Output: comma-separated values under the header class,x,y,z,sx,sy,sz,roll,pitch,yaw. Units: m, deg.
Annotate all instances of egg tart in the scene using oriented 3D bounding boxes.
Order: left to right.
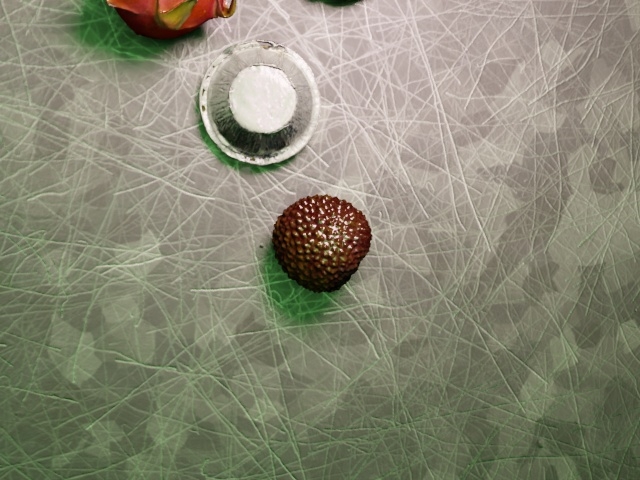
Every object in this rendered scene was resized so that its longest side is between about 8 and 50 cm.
class,x,y,z,sx,sy,sz,roll,pitch,yaw
egg tart,-0.109,-0.256,1.169,0.234,0.094,0.233,-1,96,-10

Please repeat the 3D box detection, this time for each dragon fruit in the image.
class,x,y,z,sx,sy,sz,roll,pitch,yaw
dragon fruit,-0.260,-0.460,1.074,0.227,0.224,0.224,-27,97,-2

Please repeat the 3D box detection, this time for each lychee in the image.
class,x,y,z,sx,sy,sz,roll,pitch,yaw
lychee,0.000,0.000,1.165,0.188,0.188,0.187,-1,93,-10
